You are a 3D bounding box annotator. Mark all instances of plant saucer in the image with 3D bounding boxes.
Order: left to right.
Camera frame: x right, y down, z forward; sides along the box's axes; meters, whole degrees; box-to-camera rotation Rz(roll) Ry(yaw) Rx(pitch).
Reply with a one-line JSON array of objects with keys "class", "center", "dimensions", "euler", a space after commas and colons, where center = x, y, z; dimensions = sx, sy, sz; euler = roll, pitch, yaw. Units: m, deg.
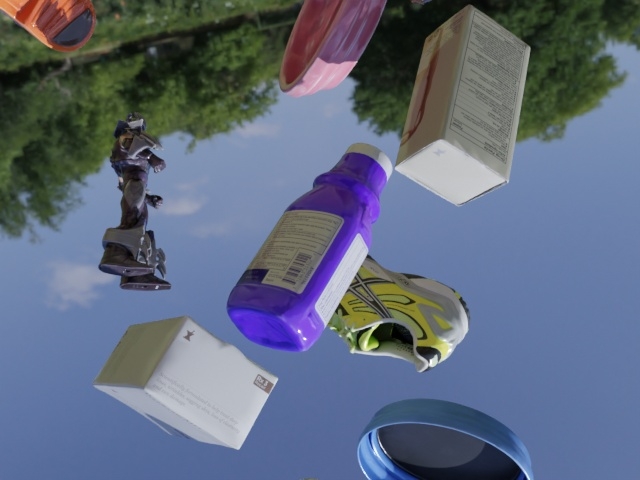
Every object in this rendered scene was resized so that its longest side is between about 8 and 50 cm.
[{"class": "plant saucer", "center": [0.032, -0.407, 1.540], "dimensions": [0.084, 0.332, 0.332], "euler": [23, -172, -17]}]

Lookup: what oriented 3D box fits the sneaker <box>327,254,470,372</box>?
[{"class": "sneaker", "center": [0.058, 0.108, 1.459], "dimensions": [0.384, 0.145, 0.147], "euler": [14, -142, 24]}]

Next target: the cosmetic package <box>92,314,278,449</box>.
[{"class": "cosmetic package", "center": [-0.269, 0.268, 1.607], "dimensions": [0.156, 0.217, 0.385], "euler": [-60, -162, -20]}]

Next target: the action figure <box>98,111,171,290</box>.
[{"class": "action figure", "center": [-0.281, -0.070, 1.291], "dimensions": [0.099, 0.285, 0.185], "euler": [-2, 158, -6]}]

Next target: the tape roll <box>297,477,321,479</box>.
[{"class": "tape roll", "center": [-0.043, 0.596, 1.713], "dimensions": [0.219, 0.072, 0.219], "euler": [-33, -154, 18]}]

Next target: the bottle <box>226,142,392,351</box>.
[{"class": "bottle", "center": [0.000, 0.000, 1.019], "dimensions": [0.118, 0.092, 0.283], "euler": [5, -130, 37]}]

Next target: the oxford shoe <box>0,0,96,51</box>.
[{"class": "oxford shoe", "center": [-0.484, -0.409, 1.210], "dimensions": [0.132, 0.364, 0.130], "euler": [32, -101, 34]}]

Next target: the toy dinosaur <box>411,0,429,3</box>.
[{"class": "toy dinosaur", "center": [0.299, -0.519, 1.466], "dimensions": [0.322, 0.164, 0.218], "euler": [-7, -150, 21]}]

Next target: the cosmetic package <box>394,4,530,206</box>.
[{"class": "cosmetic package", "center": [0.244, -0.229, 1.433], "dimensions": [0.129, 0.153, 0.296], "euler": [-30, -144, 53]}]

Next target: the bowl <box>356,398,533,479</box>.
[{"class": "bowl", "center": [0.276, 0.488, 1.863], "dimensions": [0.391, 0.391, 0.077], "euler": [-3, -139, 27]}]
